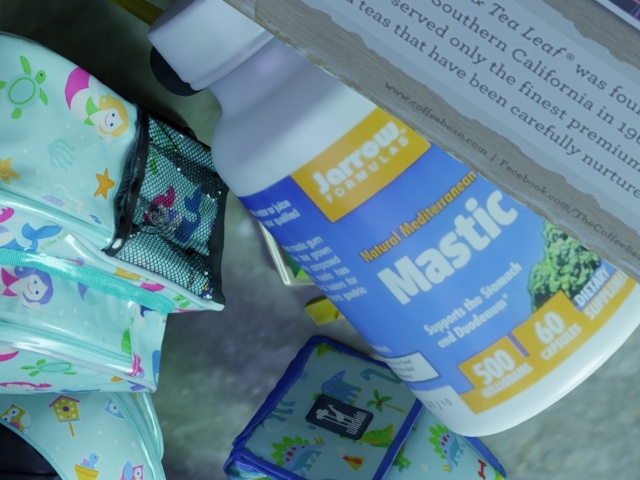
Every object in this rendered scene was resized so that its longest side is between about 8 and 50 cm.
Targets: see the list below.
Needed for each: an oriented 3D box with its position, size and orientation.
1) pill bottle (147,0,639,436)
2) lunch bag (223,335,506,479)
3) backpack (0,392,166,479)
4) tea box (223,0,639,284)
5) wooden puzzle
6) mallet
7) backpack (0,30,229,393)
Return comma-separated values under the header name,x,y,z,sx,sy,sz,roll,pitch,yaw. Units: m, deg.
name,x,y,z,sx,sy,sz,roll,pitch,yaw
pill bottle,0.040,-0.042,1.039,0.152,0.152,0.272,-32,107,39
lunch bag,0.023,0.143,1.199,0.151,0.129,0.096,44,129,-6
backpack,-0.180,0.135,1.274,0.188,0.144,0.166,20,132,42
tea box,0.168,-0.168,0.772,0.329,0.323,0.220,35,131,0
wooden puzzle,0.000,0.000,1.181,0.078,0.014,0.116,-12,117,32
mallet,-0.130,-0.140,1.110,0.190,0.062,0.039,26,132,7
backpack,-0.192,-0.019,1.080,0.225,0.191,0.253,0,158,29
